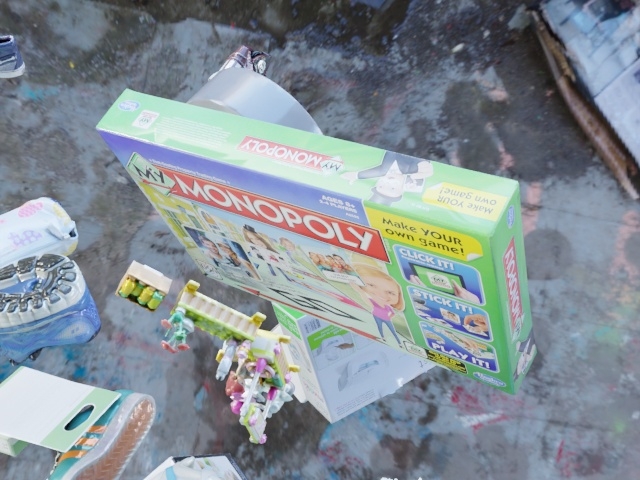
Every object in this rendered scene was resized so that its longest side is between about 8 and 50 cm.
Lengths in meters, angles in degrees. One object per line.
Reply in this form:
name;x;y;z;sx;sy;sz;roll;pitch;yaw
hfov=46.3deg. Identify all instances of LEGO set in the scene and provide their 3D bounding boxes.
LEGO set;-0.115;0.141;0.839;0.287;0.132;0.107;51;47;-42

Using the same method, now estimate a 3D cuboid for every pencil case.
pencil case;-0.549;0.025;1.274;0.124;0.273;0.113;24;126;25

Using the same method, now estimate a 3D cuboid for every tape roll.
tape roll;-0.090;-0.132;1.046;0.219;0.219;0.072;44;65;-8

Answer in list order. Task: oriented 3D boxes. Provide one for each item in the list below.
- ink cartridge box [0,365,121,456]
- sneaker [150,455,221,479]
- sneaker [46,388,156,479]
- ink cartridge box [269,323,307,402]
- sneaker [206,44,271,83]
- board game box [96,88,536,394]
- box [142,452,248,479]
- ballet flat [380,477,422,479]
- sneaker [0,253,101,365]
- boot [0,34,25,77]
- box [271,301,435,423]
ink cartridge box;-0.509;0.322;1.374;0.235;0.171;0.056;12;120;18
sneaker;-0.130;0.301;0.803;0.092;0.229;0.087;-37;116;-22
sneaker;-0.427;0.392;1.355;0.121;0.302;0.108;6;127;26
ink cartridge box;0.007;0.212;1.687;0.171;0.233;0.168;48;129;5
sneaker;-0.148;-0.335;1.685;0.106;0.281;0.162;26;77;16
board game box;0.000;0.000;0.574;0.317;0.213;0.046;18;63;30
box;-0.245;0.464;1.318;0.169;0.290;0.087;-41;71;1
ballet flat;0.053;0.289;0.680;0.147;0.409;0.147;-2;86;23
sneaker;-0.451;0.115;1.020;0.330;0.130;0.147;-4;134;17
boot;-0.742;-0.394;1.606;0.190;0.086;0.069;-11;49;-13
box;0.077;0.170;1.400;0.262;0.127;0.231;-26;114;-18
